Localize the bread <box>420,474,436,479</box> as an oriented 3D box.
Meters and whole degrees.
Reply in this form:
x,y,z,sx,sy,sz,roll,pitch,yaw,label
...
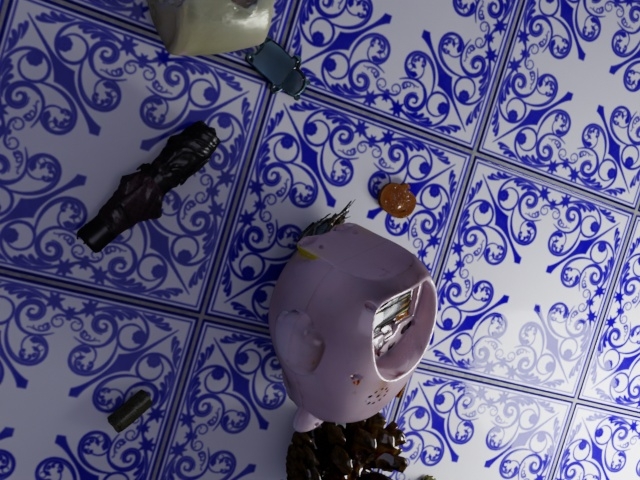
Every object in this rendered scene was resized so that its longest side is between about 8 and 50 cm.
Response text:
x,y,z,sx,sy,sz,roll,pitch,yaw,label
0.264,0.636,1.751,0.128,0.069,0.140,-44,109,-8,bread

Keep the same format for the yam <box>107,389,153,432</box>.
x,y,z,sx,sy,sz,roll,pitch,yaw,label
-0.375,0.337,1.475,0.094,0.043,0.043,-41,110,-12,yam

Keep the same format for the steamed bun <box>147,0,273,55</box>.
x,y,z,sx,sy,sz,roll,pitch,yaw,label
-0.192,-0.445,1.353,0.225,0.170,0.200,-13,98,-20,steamed bun

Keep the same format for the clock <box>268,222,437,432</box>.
x,y,z,sx,sy,sz,roll,pitch,yaw,label
0.070,0.188,1.472,0.368,0.250,0.377,-23,128,-45,clock

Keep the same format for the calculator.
x,y,z,sx,sy,sz,roll,pitch,yaw,label
-0.081,-0.343,1.491,0.141,0.019,0.094,39,84,-23,calculator

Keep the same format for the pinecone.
x,y,z,sx,sy,sz,roll,pitch,yaw,label
0.053,0.476,1.564,0.309,0.244,0.244,-22,106,-27,pinecone

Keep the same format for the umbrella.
x,y,z,sx,sy,sz,roll,pitch,yaw,label
-0.323,-0.102,1.399,0.326,0.090,0.094,-43,132,-10,umbrella

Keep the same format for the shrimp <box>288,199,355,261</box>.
x,y,z,sx,sy,sz,roll,pitch,yaw,label
0.000,0.000,1.547,0.090,0.079,0.233,43,78,-26,shrimp

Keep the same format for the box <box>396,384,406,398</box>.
x,y,z,sx,sy,sz,roll,pitch,yaw,label
0.153,0.319,1.682,0.082,0.023,0.052,23,91,-22,box

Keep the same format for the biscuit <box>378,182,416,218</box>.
x,y,z,sx,sy,sz,roll,pitch,yaw,label
0.169,-0.091,1.627,0.091,0.015,0.078,34,84,-22,biscuit
